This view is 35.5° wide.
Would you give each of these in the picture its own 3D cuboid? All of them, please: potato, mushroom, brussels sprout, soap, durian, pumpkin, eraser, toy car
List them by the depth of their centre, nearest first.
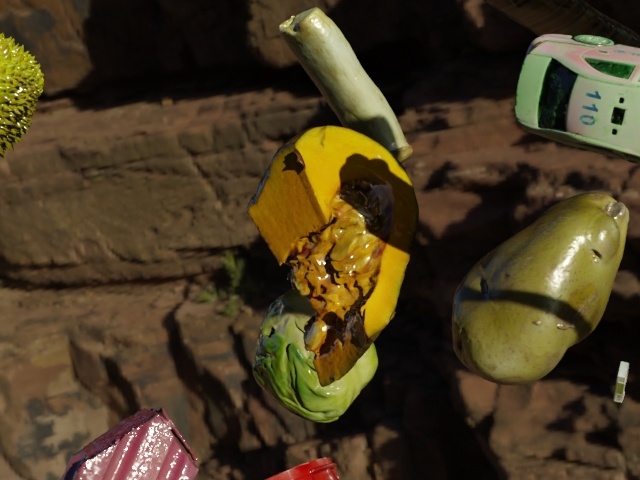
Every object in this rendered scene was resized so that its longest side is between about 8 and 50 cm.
[{"bbox_3d":[0.268,-0.105,0.812,0.224,0.090,0.076,18,26,24],"label":"toy car"},{"bbox_3d":[-0.394,-0.150,1.089,0.198,0.146,0.159,-42,5,26],"label":"durian"},{"bbox_3d":[0.000,-0.001,1.160,0.139,0.190,0.280,-45,18,48],"label":"pumpkin"},{"bbox_3d":[-0.295,0.383,1.482,0.182,0.289,0.112,27,-15,-20],"label":"soap"},{"bbox_3d":[0.346,0.071,1.562,0.351,0.202,0.218,-52,-22,16],"label":"potato"},{"bbox_3d":[-0.015,0.180,1.584,0.223,0.223,0.161,-1,10,40],"label":"brussels sprout"},{"bbox_3d":[0.051,-0.248,1.670,0.100,0.312,0.081,-11,32,49],"label":"mushroom"},{"bbox_3d":[0.562,0.265,1.872,0.019,0.083,0.038,12,51,21],"label":"eraser"}]

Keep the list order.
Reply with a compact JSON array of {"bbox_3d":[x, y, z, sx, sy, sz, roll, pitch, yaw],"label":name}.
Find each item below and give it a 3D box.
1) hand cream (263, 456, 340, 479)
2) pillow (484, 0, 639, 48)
[{"bbox_3d":[-0.055,0.450,1.572,0.230,0.149,0.230,-21,-17,-7],"label":"hand cream"},{"bbox_3d":[0.282,-0.243,1.123,0.203,0.038,0.113,28,-7,-14],"label":"pillow"}]
